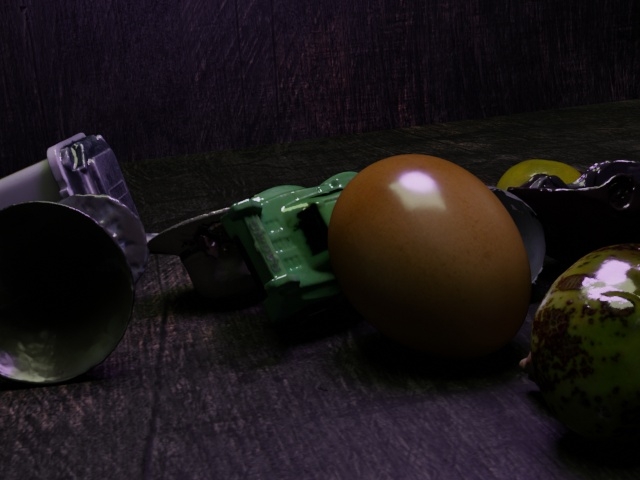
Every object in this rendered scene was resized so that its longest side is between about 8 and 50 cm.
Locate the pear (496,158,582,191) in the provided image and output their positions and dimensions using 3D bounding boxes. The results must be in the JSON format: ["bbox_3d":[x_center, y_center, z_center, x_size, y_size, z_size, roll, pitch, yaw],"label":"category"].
[{"bbox_3d":[0.428,-0.063,1.997,0.180,0.166,0.216,-8,-21,30],"label":"pear"}]

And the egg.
[{"bbox_3d":[0.151,0.025,1.456,0.250,0.250,0.322,-15,52,-33],"label":"egg"}]

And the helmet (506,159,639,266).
[{"bbox_3d":[0.465,-0.035,1.776,0.306,0.177,0.225,-13,11,-19],"label":"helmet"}]

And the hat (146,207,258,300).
[{"bbox_3d":[-0.155,0.032,1.804,0.257,0.130,0.257,-18,-9,-3],"label":"hat"}]

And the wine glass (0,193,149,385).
[{"bbox_3d":[-0.402,0.044,1.660,0.267,0.267,0.406,-6,10,-2],"label":"wine glass"}]

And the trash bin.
[{"bbox_3d":[-0.542,-0.012,1.990,0.368,0.295,0.256,-19,13,5],"label":"trash bin"}]

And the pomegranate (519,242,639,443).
[{"bbox_3d":[0.316,0.111,1.185,0.222,0.203,0.277,-30,20,-25],"label":"pomegranate"}]

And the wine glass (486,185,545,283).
[{"bbox_3d":[0.240,-0.012,1.765,0.191,0.190,0.357,-7,10,-7],"label":"wine glass"}]

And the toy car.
[{"bbox_3d":[0.000,0.000,1.639,0.359,0.213,0.176,-16,-17,-37],"label":"toy car"}]

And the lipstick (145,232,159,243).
[{"bbox_3d":[-0.333,0.005,2.216,0.141,0.040,0.040,2,16,30],"label":"lipstick"}]
